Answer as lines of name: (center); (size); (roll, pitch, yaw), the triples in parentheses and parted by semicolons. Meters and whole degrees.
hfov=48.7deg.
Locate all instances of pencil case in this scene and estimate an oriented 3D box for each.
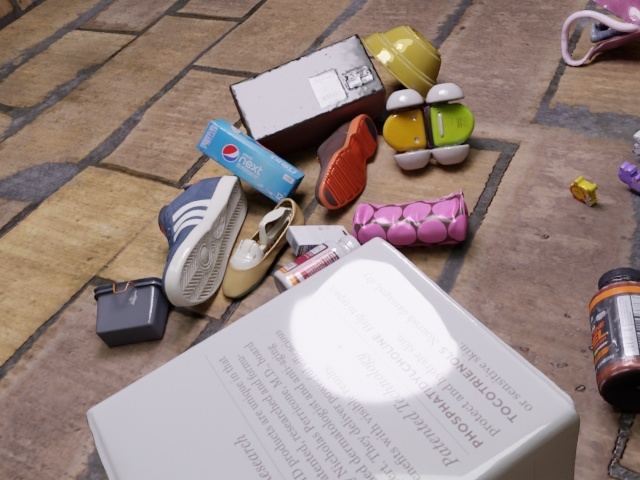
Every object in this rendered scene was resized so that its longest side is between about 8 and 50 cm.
pencil case: (0.160, -0.036, 1.270); (0.209, 0.095, 0.098); (-4, 74, 13)

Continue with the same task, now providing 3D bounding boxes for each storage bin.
storage bin: (-0.337, 0.128, 1.257); (0.135, 0.098, 0.091); (-10, 52, 7)

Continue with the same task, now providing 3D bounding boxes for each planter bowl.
planter bowl: (0.200, -0.407, 1.556); (0.090, 0.217, 0.217); (-48, 36, 21)

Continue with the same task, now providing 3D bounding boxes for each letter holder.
letter holder: (-0.023, -0.291, 1.583); (0.302, 0.214, 0.152); (-23, 73, -3)

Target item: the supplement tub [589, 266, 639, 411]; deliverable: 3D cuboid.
supplement tub: (0.433, 0.130, 0.986); (0.106, 0.106, 0.198); (-2, 43, 16)

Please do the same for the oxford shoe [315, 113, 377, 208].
oxford shoe: (0.036, -0.152, 1.452); (0.098, 0.097, 0.271); (-13, 33, 35)

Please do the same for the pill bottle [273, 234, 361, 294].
pill bottle: (0.002, 0.055, 1.224); (0.152, 0.086, 0.086); (-31, 43, -16)

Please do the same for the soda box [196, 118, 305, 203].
soda box: (-0.140, -0.160, 1.425); (0.210, 0.067, 0.071); (35, 18, 3)

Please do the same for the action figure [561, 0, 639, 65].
action figure: (0.711, -0.458, 1.431); (0.276, 0.248, 0.370); (-27, 40, -11)

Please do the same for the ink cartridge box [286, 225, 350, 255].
ink cartridge box: (0.000, 0.000, 1.318); (0.115, 0.029, 0.063); (-1, 35, -25)

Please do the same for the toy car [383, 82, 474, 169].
toy car: (0.221, -0.230, 1.442); (0.182, 0.159, 0.136); (-7, 6, 11)

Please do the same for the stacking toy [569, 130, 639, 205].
stacking toy: (0.570, -0.088, 1.212); (0.167, 0.052, 0.221); (-36, 45, -11)

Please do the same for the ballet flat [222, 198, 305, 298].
ballet flat: (-0.115, 0.006, 1.324); (0.080, 0.073, 0.232); (15, 51, 31)

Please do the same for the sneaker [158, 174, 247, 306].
sneaker: (-0.254, -0.001, 1.344); (0.148, 0.131, 0.350); (-1, 34, 15)

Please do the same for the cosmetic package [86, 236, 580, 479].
cosmetic package: (0.023, 0.278, 0.790); (0.394, 0.329, 0.327); (-31, 44, -15)
